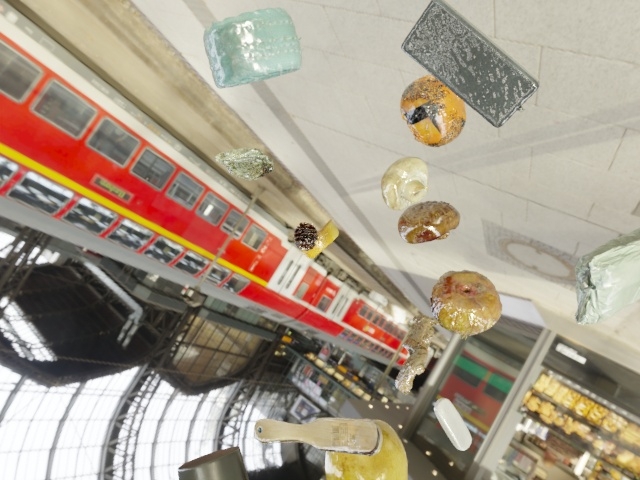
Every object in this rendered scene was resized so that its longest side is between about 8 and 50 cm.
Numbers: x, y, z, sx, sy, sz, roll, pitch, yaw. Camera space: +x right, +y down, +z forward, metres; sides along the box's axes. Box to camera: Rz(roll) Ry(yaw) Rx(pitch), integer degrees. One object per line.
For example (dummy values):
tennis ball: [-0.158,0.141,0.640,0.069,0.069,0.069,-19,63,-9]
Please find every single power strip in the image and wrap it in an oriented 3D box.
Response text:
power strip: [0.279,-0.324,0.787,0.256,0.070,0.105,42,129,2]

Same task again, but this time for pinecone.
pinecone: [-0.044,-0.010,1.223,0.077,0.083,0.077,12,138,11]

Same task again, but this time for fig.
fig: [0.604,0.316,1.810,0.286,0.286,0.369,27,140,33]

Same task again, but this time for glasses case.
glasses case: [0.491,0.681,1.576,0.197,0.076,0.049,59,152,3]

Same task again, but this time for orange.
orange: [0.372,-0.426,1.392,0.234,0.234,0.182,34,133,-24]

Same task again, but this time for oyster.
oyster: [-0.218,-0.233,1.275,0.177,0.125,0.064,28,-150,-55]

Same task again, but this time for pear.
pear: [0.163,0.803,1.513,0.314,0.314,0.314,31,174,4]

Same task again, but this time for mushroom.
mushroom: [0.219,-0.146,1.097,0.148,0.148,0.112,39,-165,-51]
mushroom: [0.431,-0.077,1.699,0.253,0.253,0.153,19,126,63]

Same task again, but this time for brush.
brush: [-0.008,0.428,0.939,0.327,0.070,0.065,-11,152,29]

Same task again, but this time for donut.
donut: [0.000,0.000,1.407,0.058,0.152,0.152,47,173,0]

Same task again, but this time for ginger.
ginger: [0.329,0.391,1.485,0.122,0.290,0.084,0,144,39]

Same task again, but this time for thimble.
thimble: [-0.157,-0.462,1.027,0.198,0.235,0.143,-127,24,-69]

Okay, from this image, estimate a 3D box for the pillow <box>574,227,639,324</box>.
pillow: [0.950,0.123,1.365,0.138,0.309,0.284,47,155,56]

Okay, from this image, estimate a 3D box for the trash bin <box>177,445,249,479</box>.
trash bin: [-0.260,0.752,1.135,0.214,0.214,0.334,52,-158,-73]
